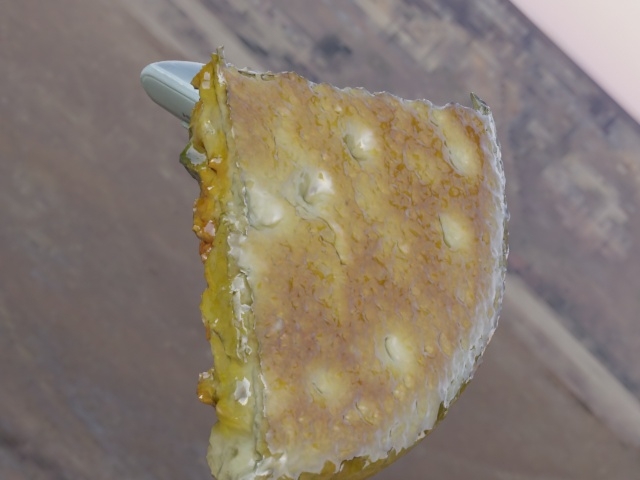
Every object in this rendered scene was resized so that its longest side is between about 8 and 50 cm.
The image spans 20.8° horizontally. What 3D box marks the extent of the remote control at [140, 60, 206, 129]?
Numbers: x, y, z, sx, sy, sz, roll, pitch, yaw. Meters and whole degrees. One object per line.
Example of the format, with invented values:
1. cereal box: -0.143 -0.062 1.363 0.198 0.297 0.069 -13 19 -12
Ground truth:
1. remote control: -0.035 -0.068 1.327 0.103 0.051 0.293 31 -3 25

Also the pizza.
1. pizza: 0.000 0.000 0.799 0.197 0.058 0.292 47 44 -16
